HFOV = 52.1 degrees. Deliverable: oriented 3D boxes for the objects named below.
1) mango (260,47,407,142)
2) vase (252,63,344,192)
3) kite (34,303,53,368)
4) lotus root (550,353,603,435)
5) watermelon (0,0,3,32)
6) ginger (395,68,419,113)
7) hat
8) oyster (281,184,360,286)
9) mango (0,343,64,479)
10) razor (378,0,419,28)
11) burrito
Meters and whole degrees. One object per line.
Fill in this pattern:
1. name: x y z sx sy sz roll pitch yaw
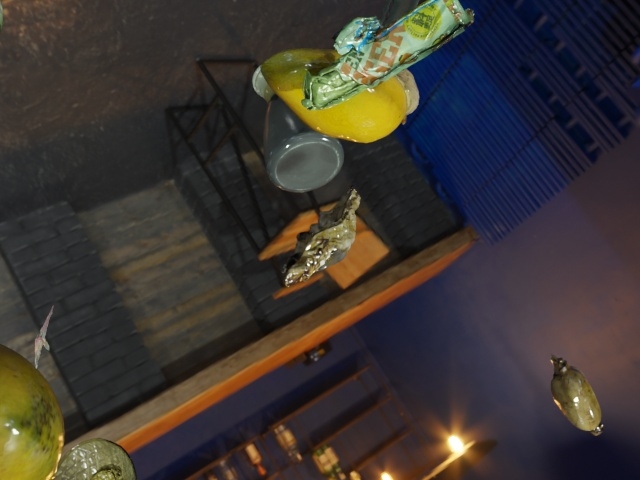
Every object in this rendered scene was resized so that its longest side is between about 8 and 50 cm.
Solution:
1. mango: 0.034 -0.256 1.149 0.316 0.119 0.176 17 154 -41
2. vase: -0.071 -0.278 1.508 0.173 0.321 0.173 -13 143 -10
3. kite: -0.525 0.188 1.246 0.005 0.137 0.152 14 168 -11
4. lotus root: 0.414 0.252 1.068 0.063 0.152 0.072 -27 -178 22
5. watermelon: -0.474 -0.301 0.825 0.140 0.141 0.187 -26 -172 -28
6. ginger: 0.160 -0.395 1.673 0.152 0.267 0.138 17 112 -34
7. hat: -0.303 0.355 0.914 0.146 0.146 0.067 -34 152 3
8. oyster: 0.002 -0.001 1.118 0.128 0.079 0.345 -30 -167 24
9. mango: -0.297 0.168 0.466 0.317 0.211 0.173 -45 -159 33
10. razor: 0.116 -0.504 1.177 0.068 0.232 0.106 -12 165 -14
11. burrito: 0.086 -0.293 0.982 0.288 0.104 0.054 -29 -158 16
